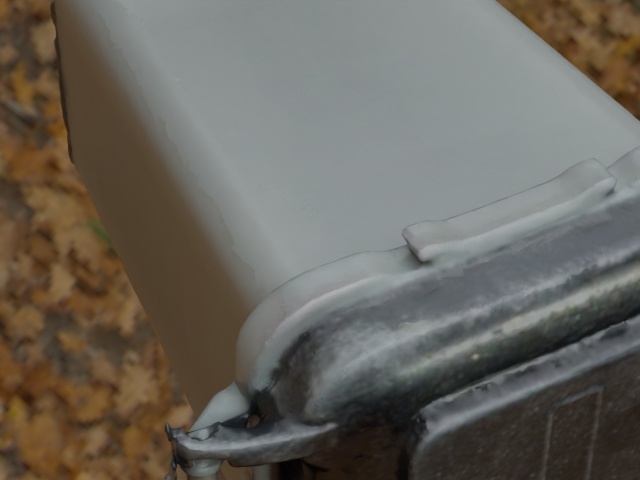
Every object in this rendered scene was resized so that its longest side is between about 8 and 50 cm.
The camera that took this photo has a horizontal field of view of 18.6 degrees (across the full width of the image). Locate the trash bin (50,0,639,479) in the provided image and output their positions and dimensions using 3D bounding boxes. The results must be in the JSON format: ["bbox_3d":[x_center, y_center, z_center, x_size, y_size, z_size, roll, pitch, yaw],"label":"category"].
[{"bbox_3d":[0.000,0.000,0.956,0.296,0.255,0.367,-22,50,-18],"label":"trash bin"}]
